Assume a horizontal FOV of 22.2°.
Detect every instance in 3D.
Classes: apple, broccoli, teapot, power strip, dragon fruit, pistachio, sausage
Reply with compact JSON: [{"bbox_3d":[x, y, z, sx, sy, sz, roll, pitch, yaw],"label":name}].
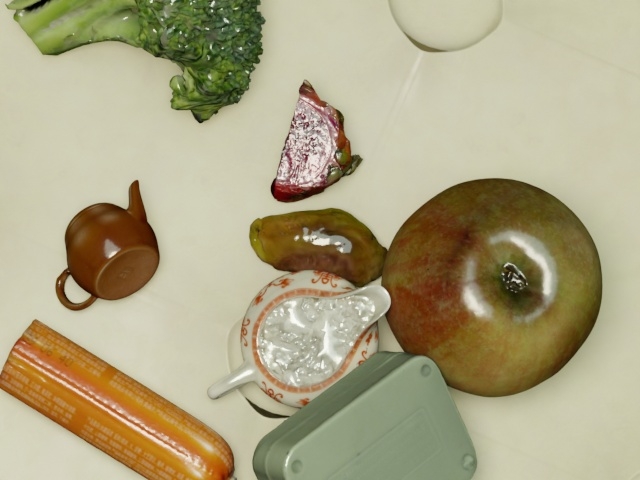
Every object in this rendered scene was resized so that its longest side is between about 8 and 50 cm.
[{"bbox_3d":[0.197,0.049,1.869,0.257,0.234,0.256,0,79,-1],"label":"apple"},{"bbox_3d":[-0.198,-0.324,1.935,0.249,0.302,0.375,-46,113,-33],"label":"broccoli"},{"bbox_3d":[-0.023,0.122,1.895,0.245,0.116,0.159,-36,93,6],"label":"teapot"},{"bbox_3d":[0.080,0.284,1.799,0.229,0.141,0.261,-34,110,-28],"label":"power strip"},{"bbox_3d":[0.002,-0.111,1.956,0.096,0.102,0.147,14,87,6],"label":"dragon fruit"},{"bbox_3d":[0.000,0.000,1.955,0.173,0.049,0.089,14,76,-2],"label":"pistachio"},{"bbox_3d":[-0.219,0.209,1.873,0.312,0.093,0.093,32,77,2],"label":"sausage"},{"bbox_3d":[-0.255,0.007,1.912,0.116,0.116,0.173,41,105,5],"label":"teapot"}]

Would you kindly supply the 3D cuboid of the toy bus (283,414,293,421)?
[{"bbox_3d":[-0.038,0.297,1.867,0.081,0.089,0.195,24,78,0],"label":"toy bus"}]
